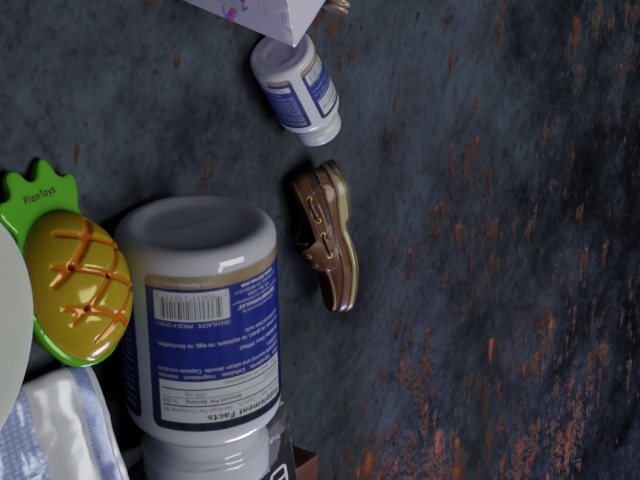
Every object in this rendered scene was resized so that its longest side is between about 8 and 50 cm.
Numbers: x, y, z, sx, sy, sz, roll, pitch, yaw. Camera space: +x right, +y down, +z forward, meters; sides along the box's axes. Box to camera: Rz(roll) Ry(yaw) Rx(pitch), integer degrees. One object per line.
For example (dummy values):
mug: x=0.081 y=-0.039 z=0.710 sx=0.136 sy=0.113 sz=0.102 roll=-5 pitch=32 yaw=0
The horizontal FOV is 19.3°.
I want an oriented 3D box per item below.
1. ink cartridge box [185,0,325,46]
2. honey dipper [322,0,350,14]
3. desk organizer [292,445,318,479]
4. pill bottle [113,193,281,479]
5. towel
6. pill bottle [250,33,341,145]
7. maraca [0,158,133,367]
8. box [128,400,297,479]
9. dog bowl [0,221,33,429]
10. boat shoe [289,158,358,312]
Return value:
ink cartridge box: x=-0.067 y=-0.260 z=1.731 sx=0.092 sy=0.143 sz=0.090 roll=-58 pitch=162 yaw=-22
honey dipper: x=0.036 y=-0.314 z=1.954 sx=0.030 sy=0.030 sz=0.160 roll=24 pitch=80 yaw=-57
desk organizer: x=-0.035 y=0.297 z=2.099 sx=0.050 sy=0.047 sz=0.130 roll=-29 pitch=127 yaw=-51
pill bottle: x=-0.115 y=0.102 z=1.796 sx=0.153 sy=0.153 sz=0.264 roll=-31 pitch=129 yaw=-47
towel: x=-0.277 y=0.246 z=1.662 sx=0.285 sy=0.034 sz=0.209 roll=-26 pitch=105 yaw=-45
pill bottle: x=-0.021 y=-0.151 z=1.902 sx=0.067 sy=0.067 sz=0.120 roll=-57 pitch=144 yaw=-24
maraca: x=-0.227 y=0.021 z=1.651 sx=0.127 sy=0.099 sz=0.185 roll=-32 pitch=104 yaw=-56
box: x=-0.139 y=0.330 z=1.928 sx=0.307 sy=0.077 sz=0.242 roll=-39 pitch=134 yaw=-41
dog bowl: x=-0.351 y=0.080 z=1.477 sx=0.265 sy=0.104 sz=0.264 roll=-28 pitch=126 yaw=-48
boat shoe: x=0.000 y=0.000 z=2.016 sx=0.060 sy=0.064 sz=0.178 roll=-17 pitch=121 yaw=-17
